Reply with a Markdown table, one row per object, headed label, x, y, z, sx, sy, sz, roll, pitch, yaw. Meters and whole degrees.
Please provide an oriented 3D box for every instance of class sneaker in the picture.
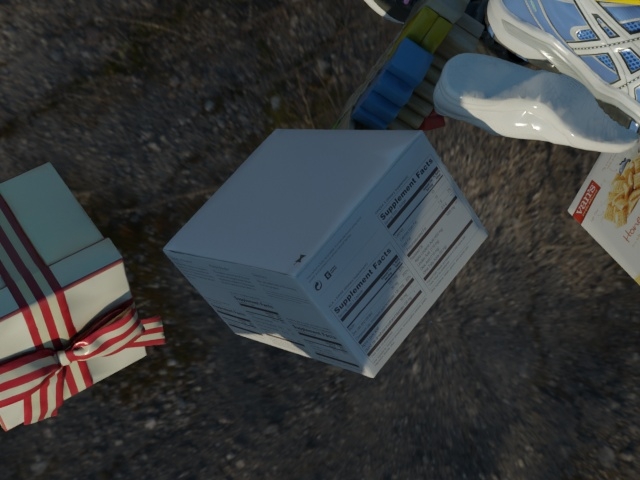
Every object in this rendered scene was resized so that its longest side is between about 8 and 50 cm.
| label | x | y | z | sx | sy | sz | roll | pitch | yaw |
| --- | --- | --- | --- | --- | --- | --- | --- | --- | --- |
| sneaker | 0.199 | -0.129 | 0.658 | 0.211 | 0.081 | 0.080 | 31 | 55 | 20 |
| sneaker | 0.220 | -0.133 | 1.083 | 0.212 | 0.094 | 0.080 | 17 | 68 | -1 |
| sneaker | 0.184 | -0.321 | 1.407 | 0.296 | 0.147 | 0.104 | 24 | 90 | -29 |

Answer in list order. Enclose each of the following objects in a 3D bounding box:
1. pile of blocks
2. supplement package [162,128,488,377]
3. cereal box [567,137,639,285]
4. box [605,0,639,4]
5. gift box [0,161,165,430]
| label | x | y | z | sx | sy | sz | roll | pitch | yaw |
| --- | --- | --- | --- | --- | --- | --- | --- | --- | --- |
| pile of blocks | 0.090 | -0.141 | 1.269 | 0.113 | 0.149 | 0.362 | 31 | 119 | -11 |
| supplement package | 0.000 | 0.000 | 1.101 | 0.204 | 0.262 | 0.145 | -49 | 121 | -21 |
| cereal box | 0.438 | -0.050 | 1.388 | 0.047 | 0.240 | 0.173 | 15 | 113 | -26 |
| box | 0.203 | -0.158 | 0.555 | 0.169 | 0.054 | 0.059 | 17 | 43 | 39 |
| gift box | -0.380 | 0.091 | 1.435 | 0.255 | 0.276 | 0.258 | -31 | 55 | -16 |
